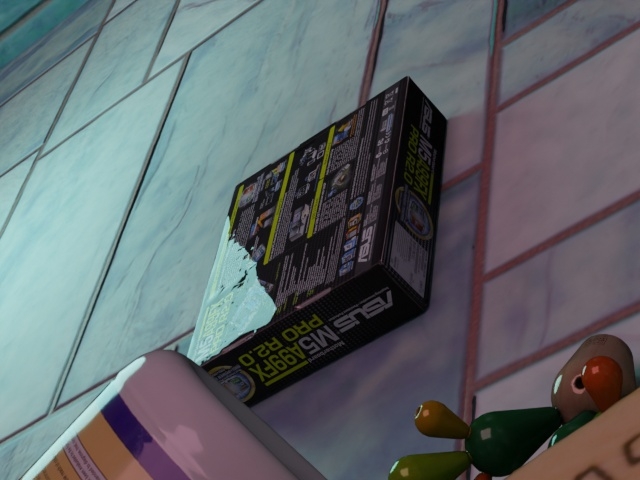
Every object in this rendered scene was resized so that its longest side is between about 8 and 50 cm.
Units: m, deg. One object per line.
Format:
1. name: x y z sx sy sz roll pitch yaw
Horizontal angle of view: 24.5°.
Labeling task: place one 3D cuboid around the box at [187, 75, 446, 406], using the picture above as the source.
1. box: 0.000 0.000 1.259 0.216 0.060 0.270 -32 27 28

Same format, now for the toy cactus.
1. toy cactus: 0.140 0.100 0.824 0.219 0.112 0.180 -24 14 26

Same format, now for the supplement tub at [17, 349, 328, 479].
1. supplement tub: -0.119 0.253 0.830 0.331 0.241 0.241 -46 24 -4

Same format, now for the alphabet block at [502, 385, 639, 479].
1. alphabet block: 0.180 0.170 0.555 0.197 0.192 0.193 -37 24 15
